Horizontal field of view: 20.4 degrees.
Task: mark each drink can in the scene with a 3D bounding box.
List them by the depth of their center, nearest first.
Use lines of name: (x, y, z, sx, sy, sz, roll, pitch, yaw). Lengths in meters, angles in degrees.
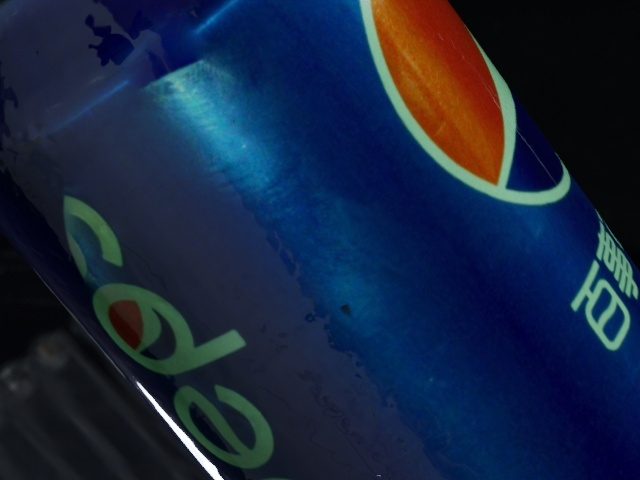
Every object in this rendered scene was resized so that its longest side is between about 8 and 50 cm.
drink can: (0.000, 0.000, 0.423, 0.118, 0.118, 0.205, -16, -61, 51)
